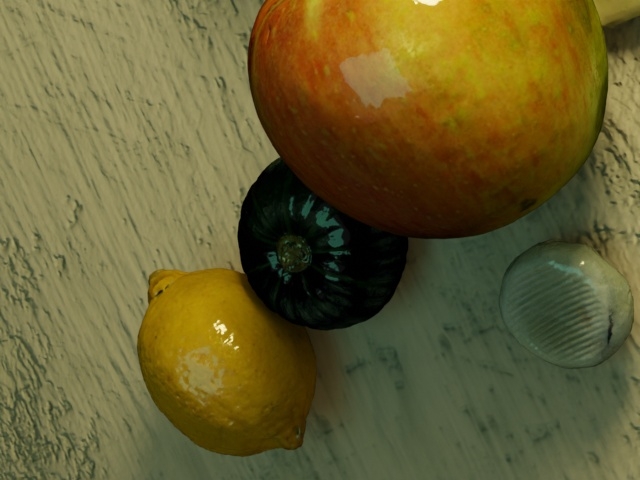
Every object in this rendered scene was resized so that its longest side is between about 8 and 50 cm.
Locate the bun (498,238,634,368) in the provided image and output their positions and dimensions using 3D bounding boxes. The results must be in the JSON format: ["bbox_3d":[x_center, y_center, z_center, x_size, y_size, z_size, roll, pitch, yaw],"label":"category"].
[{"bbox_3d":[0.251,0.059,1.985,0.141,0.083,0.141,17,123,28],"label":"bun"}]

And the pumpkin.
[{"bbox_3d":[0.000,0.000,2.116,0.202,0.140,0.202,14,114,35],"label":"pumpkin"}]

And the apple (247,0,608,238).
[{"bbox_3d":[0.105,-0.160,1.873,0.339,0.339,0.339,12,111,34],"label":"apple"}]

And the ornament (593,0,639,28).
[{"bbox_3d":[0.296,-0.277,1.864,0.201,0.059,0.180,30,123,24],"label":"ornament"}]

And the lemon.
[{"bbox_3d":[-0.104,0.133,2.205,0.256,0.188,0.188,51,127,13],"label":"lemon"}]
